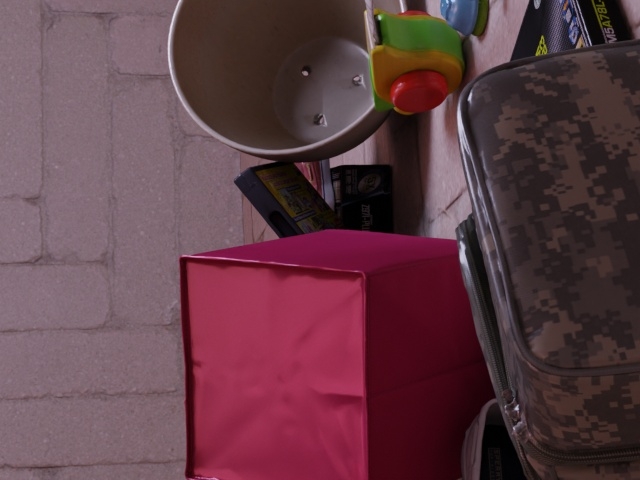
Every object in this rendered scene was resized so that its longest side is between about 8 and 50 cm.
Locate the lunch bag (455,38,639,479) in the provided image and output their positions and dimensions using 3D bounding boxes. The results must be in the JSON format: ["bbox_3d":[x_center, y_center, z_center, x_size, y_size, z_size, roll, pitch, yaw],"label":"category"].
[{"bbox_3d":[0.214,0.050,1.031,0.256,0.212,0.305,75,-176,-49],"label":"lunch bag"}]

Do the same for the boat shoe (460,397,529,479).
[{"bbox_3d":[0.184,0.276,1.481,0.084,0.095,0.258,94,168,-48],"label":"boat shoe"}]

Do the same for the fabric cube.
[{"bbox_3d":[0.026,0.132,1.612,0.254,0.258,0.259,6,100,36],"label":"fabric cube"}]

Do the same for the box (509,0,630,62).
[{"bbox_3d":[0.225,-0.154,1.350,0.184,0.045,0.191,105,161,-50],"label":"box"}]

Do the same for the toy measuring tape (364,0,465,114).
[{"bbox_3d":[0.109,-0.240,1.709,0.330,0.121,0.121,79,-176,-64],"label":"toy measuring tape"}]

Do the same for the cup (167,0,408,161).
[{"bbox_3d":[-0.018,-0.243,2.067,0.237,0.331,0.331,45,-140,-70],"label":"cup"}]

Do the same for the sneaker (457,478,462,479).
[{"bbox_3d":[0.090,0.190,1.842,0.131,0.148,0.350,113,154,-66],"label":"sneaker"}]

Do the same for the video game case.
[{"bbox_3d":[0.000,0.000,1.998,0.248,0.035,0.275,51,-169,2],"label":"video game case"}]

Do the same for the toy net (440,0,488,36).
[{"bbox_3d":[0.175,-0.317,1.624,0.232,0.045,0.122,124,146,-70],"label":"toy net"}]

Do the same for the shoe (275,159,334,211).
[{"bbox_3d":[-0.026,-0.077,2.201,0.063,0.081,0.178,113,155,-64],"label":"shoe"}]

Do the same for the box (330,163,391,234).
[{"bbox_3d":[0.050,-0.037,2.229,0.180,0.077,0.147,174,95,-79],"label":"box"}]
